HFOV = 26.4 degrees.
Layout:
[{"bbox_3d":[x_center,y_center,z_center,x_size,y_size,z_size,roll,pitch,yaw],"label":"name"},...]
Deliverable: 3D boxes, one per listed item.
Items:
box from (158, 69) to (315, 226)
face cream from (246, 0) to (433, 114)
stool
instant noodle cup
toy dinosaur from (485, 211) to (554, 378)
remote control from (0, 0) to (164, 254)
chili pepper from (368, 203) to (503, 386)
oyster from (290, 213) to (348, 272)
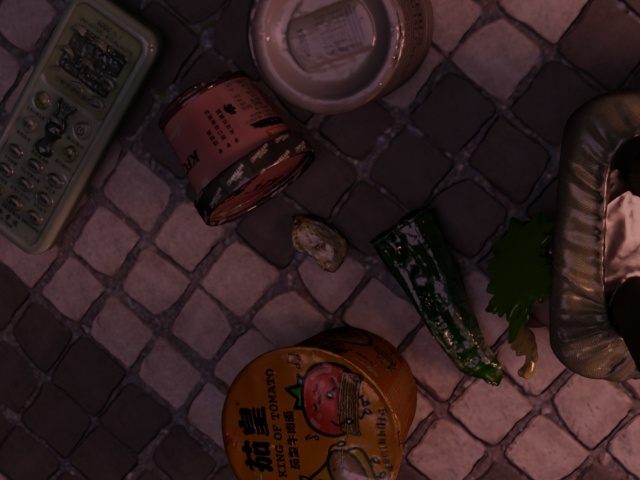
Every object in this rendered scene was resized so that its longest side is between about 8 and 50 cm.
[{"bbox_3d":[-0.102,-0.112,1.570,0.151,0.151,0.135,-36,82,23],"label":"box"},{"bbox_3d":[0.023,-0.232,1.491,0.177,0.153,0.177,4,105,17],"label":"face cream"},{"bbox_3d":[0.403,0.013,1.324,0.310,0.226,0.310,-2,103,-12],"label":"stool"},{"bbox_3d":[0.013,0.202,1.590,0.216,0.172,0.215,5,105,18],"label":"instant noodle cup"},{"bbox_3d":[0.280,0.047,1.509,0.177,0.152,0.194,29,128,-31],"label":"toy dinosaur"},{"bbox_3d":[-0.312,-0.143,1.674,0.128,0.065,0.335,37,112,9],"label":"remote control"},{"bbox_3d":[0.150,0.072,1.576,0.088,0.059,0.227,-31,94,18],"label":"chili pepper"},{"bbox_3d":[-0.003,-0.002,1.629,0.083,0.019,0.054,38,113,4],"label":"oyster"}]
